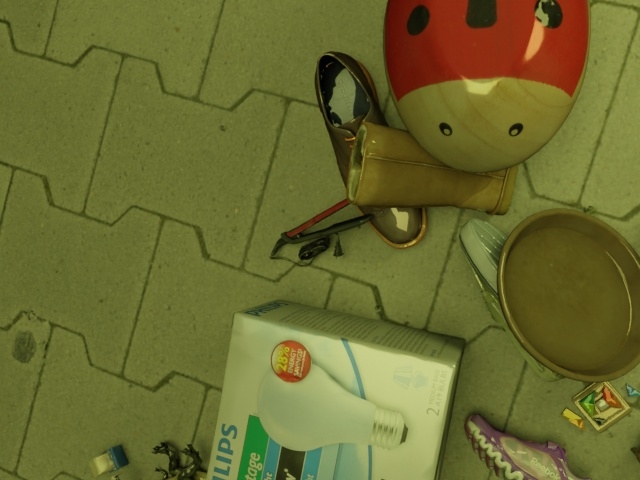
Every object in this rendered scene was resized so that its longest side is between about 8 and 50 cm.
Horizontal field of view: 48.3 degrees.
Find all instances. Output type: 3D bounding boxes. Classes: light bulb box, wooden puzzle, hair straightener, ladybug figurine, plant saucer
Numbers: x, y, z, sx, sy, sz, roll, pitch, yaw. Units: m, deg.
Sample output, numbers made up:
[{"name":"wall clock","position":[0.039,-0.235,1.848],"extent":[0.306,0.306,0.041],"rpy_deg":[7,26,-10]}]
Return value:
[{"name":"light bulb box","position":[0.027,0.311,1.191],"extent":[0.361,0.225,0.357],"rpy_deg":[10,93,15]},{"name":"wooden puzzle","position":[0.462,0.272,1.174],"extent":[0.078,0.014,0.116],"rpy_deg":[45,101,11]},{"name":"hair straightener","position":[0.000,0.000,1.259],"extent":[0.230,0.047,0.089],"rpy_deg":[-27,93,33]},{"name":"ladybug figurine","position":[0.236,-0.327,1.036],"extent":[0.305,0.162,0.448],"rpy_deg":[-2,79,14]},{"name":"plant saucer","position":[0.394,0.084,1.110],"extent":[0.278,0.041,0.277],"rpy_deg":[5,70,-15]}]

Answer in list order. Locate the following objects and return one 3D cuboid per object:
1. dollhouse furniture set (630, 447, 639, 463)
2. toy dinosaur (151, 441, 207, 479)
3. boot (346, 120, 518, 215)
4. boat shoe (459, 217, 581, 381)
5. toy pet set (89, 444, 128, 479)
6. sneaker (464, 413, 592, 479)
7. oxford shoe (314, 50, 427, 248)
[{"name":"dollhouse furniture set","position":[0.649,0.319,1.056],"extent":[0.259,0.135,0.262],"rpy_deg":[44,101,12]},{"name":"toy dinosaur","position":[-0.261,0.446,1.361],"extent":[0.268,0.064,0.118],"rpy_deg":[-14,101,15]},{"name":"boot","position":[0.191,-0.158,1.147],"extent":[0.270,0.089,0.236],"rpy_deg":[6,93,-15]},{"name":"boat shoe","position":[0.316,0.102,1.168],"extent":[0.302,0.109,0.094],"rpy_deg":[55,130,12]},{"name":"toy pet set","position":[-0.406,0.471,1.407],"extent":[0.122,0.065,0.114],"rpy_deg":[-39,72,50]},{"name":"sneaker","position":[0.346,0.364,1.173],"extent":[0.104,0.095,0.236],"rpy_deg":[-44,66,-12]},{"name":"oxford shoe","position":[0.073,-0.152,1.222],"extent":[0.130,0.133,0.363],"rpy_deg":[-27,83,14]}]
